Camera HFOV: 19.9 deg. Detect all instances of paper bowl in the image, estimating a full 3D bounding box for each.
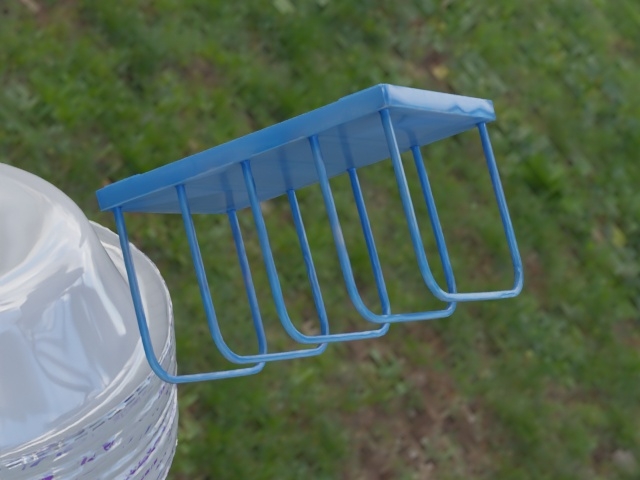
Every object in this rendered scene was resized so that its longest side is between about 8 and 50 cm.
[{"bbox_3d":[-0.221,0.056,0.997,0.284,0.148,0.284,1,32,0],"label":"paper bowl"}]

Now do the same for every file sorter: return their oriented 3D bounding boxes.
[{"bbox_3d":[0.000,0.000,0.910,0.118,0.170,0.104,-1,75,-60],"label":"file sorter"}]
